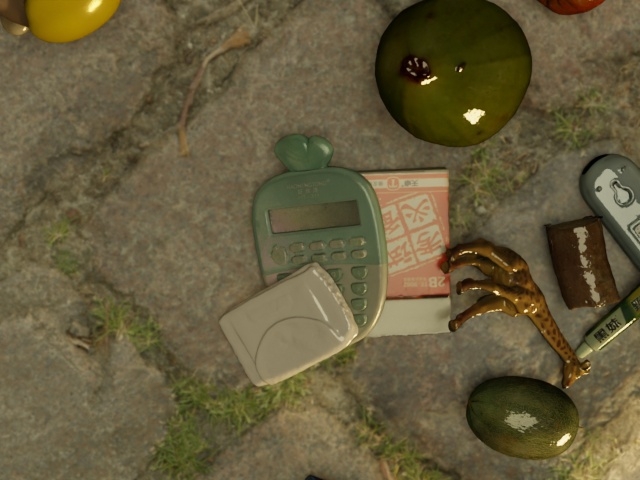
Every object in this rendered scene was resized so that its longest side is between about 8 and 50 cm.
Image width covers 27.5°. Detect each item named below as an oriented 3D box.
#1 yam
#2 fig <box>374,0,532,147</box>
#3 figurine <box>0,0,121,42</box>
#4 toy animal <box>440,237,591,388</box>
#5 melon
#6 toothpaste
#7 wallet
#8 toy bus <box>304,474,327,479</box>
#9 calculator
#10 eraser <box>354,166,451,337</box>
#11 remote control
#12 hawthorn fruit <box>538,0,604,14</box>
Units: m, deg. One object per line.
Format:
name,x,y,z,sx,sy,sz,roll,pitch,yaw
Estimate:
yam,0.362,0.032,1.806,0.084,0.084,0.127,-14,94,-3
fig,0.167,-0.218,1.694,0.203,0.225,0.203,3,99,19
figurine,-0.413,-0.341,1.658,0.344,0.187,0.215,-11,85,3
toy animal,0.274,0.094,1.808,0.275,0.054,0.149,30,61,-24
melon,0.285,0.245,1.807,0.167,0.114,0.114,10,95,-4
toothpaste,0.433,0.094,1.821,0.049,0.031,0.204,44,109,-5
wallet,-0.045,0.117,1.765,0.183,0.032,0.124,-29,89,27
toy bus,0.075,0.406,1.823,0.237,0.079,0.094,21,92,-7
calculator,0.000,0.000,1.763,0.184,0.042,0.295,-5,99,20
eraser,0.100,0.017,1.802,0.157,0.038,0.230,-2,97,-4
remote control,0.454,-0.017,1.825,0.087,0.047,0.244,-39,97,5
hawthorn fruit,0.343,-0.366,1.740,0.140,0.125,0.125,-22,98,0
